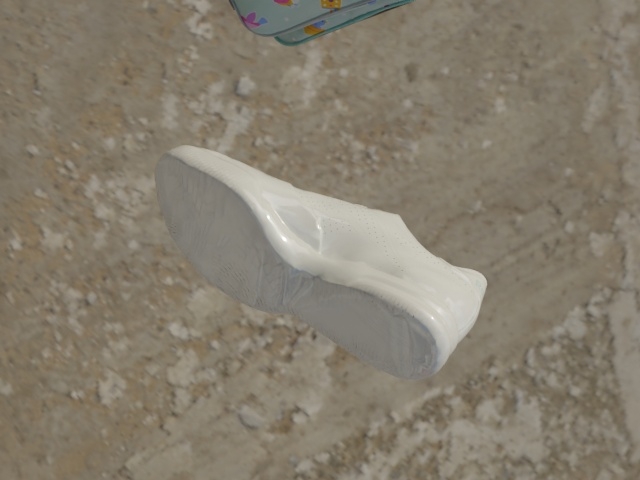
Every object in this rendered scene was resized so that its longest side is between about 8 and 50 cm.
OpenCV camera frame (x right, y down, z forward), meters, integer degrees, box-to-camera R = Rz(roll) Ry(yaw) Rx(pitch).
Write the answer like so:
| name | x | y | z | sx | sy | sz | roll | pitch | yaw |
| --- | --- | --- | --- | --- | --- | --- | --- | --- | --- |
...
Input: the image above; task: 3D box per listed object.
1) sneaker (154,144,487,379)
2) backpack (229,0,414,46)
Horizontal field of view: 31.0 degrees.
| name | x | y | z | sx | sy | sz | roll | pitch | yaw |
| --- | --- | --- | --- | --- | --- | --- | --- | --- | --- |
| sneaker | 0.000 | 0.000 | 0.695 | 0.094 | 0.212 | 0.080 | -43 | 159 | -43 |
| backpack | -0.003 | -0.245 | 0.819 | 0.144 | 0.166 | 0.188 | -37 | 110 | -51 |
